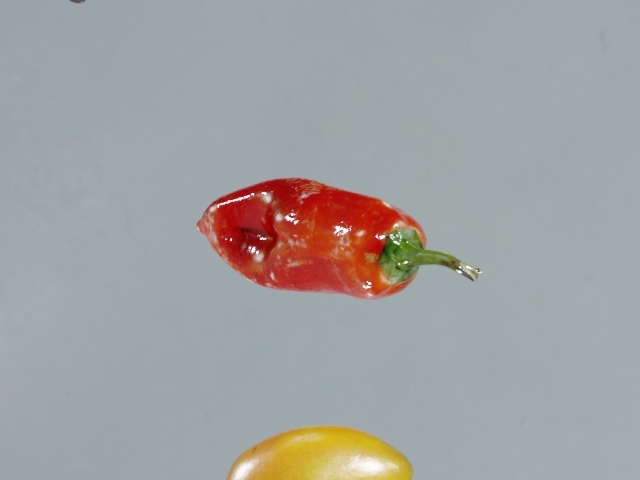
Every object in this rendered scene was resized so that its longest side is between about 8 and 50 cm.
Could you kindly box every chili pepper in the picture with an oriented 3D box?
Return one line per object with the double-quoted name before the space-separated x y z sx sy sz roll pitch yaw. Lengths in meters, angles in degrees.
"chili pepper" 0.000 -0.001 0.942 0.191 0.050 0.059 8 101 43

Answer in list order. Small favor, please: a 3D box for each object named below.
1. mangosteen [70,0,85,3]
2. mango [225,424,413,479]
"mangosteen" -0.027 -0.215 0.639 0.288 0.233 0.287 -9 63 18
"mango" -0.002 0.112 0.829 0.089 0.046 0.060 -13 94 3
